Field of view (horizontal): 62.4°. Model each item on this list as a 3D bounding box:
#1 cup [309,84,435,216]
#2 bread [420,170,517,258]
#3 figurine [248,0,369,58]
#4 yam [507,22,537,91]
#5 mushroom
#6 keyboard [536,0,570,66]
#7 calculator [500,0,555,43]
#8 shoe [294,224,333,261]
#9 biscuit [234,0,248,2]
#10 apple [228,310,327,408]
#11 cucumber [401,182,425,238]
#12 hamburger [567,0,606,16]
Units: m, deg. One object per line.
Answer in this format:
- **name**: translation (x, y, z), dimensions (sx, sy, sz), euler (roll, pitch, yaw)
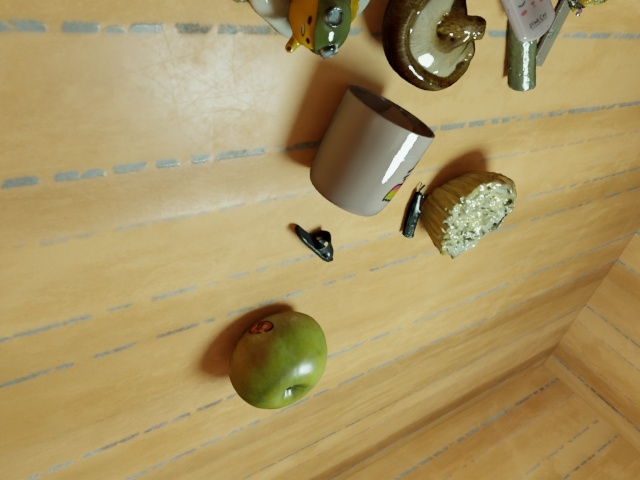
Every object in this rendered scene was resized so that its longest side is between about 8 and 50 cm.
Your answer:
- **cup**: translation (0.101, -0.179, 1.073), dimensions (0.200, 0.191, 0.253), euler (-60, 173, 26)
- **bread**: translation (0.406, -0.085, 1.457), dimensions (0.274, 0.149, 0.274), euler (-26, 146, -19)
- **figurine**: translation (0.028, -0.361, 0.810), dimensions (0.250, 0.141, 0.166), euler (-24, 148, -31)
- **yam**: translation (0.471, -0.436, 1.237), dimensions (0.068, 0.068, 0.169), euler (-33, 134, -13)
- **mushroom**: translation (0.194, -0.394, 0.979), dimensions (0.194, 0.138, 0.231), euler (-21, 129, -7)
- **keyboard**: translation (0.564, -0.509, 1.292), dimensions (0.055, 0.017, 0.166), euler (-14, 135, -40)
- **calculator**: translation (0.431, -0.507, 1.112), dimensions (0.100, 0.032, 0.175), euler (-40, 119, -3)
- **shoe**: translation (0.000, 0.000, 1.233), dimensions (0.053, 0.062, 0.159), euler (-38, 141, 14)
- **biscuit**: translation (-0.088, -0.444, 0.738), dimensions (0.220, 0.033, 0.220), euler (-26, 143, -22)
- **apple**: translation (-0.100, 0.303, 1.331), dimensions (0.261, 0.194, 0.261), euler (-23, 144, -18)
- **cucumber**: translation (0.252, -0.076, 1.413), dimensions (0.043, 0.039, 0.163), euler (-41, 151, -39)
- **hamburger**: translation (0.614, -0.603, 1.171), dimensions (0.164, 0.093, 0.189), euler (13, 110, -43)
